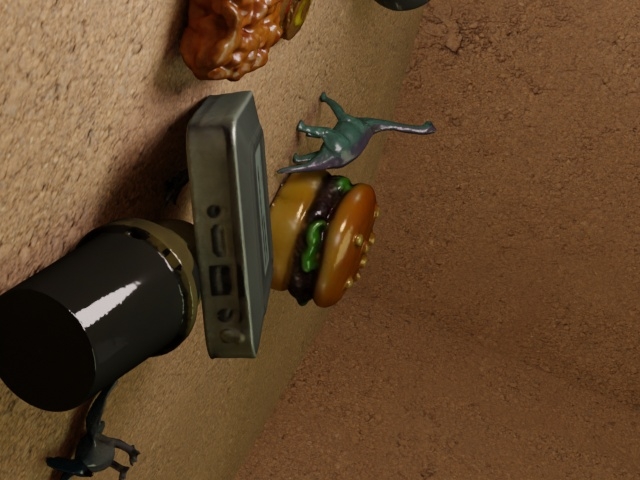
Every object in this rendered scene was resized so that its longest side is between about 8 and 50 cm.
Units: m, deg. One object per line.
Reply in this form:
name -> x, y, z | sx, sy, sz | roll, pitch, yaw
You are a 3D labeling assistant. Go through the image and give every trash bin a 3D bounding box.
trash bin -> -0.296, 0.091, 1.348 | 0.334, 0.214, 0.214 | -43, 154, -62

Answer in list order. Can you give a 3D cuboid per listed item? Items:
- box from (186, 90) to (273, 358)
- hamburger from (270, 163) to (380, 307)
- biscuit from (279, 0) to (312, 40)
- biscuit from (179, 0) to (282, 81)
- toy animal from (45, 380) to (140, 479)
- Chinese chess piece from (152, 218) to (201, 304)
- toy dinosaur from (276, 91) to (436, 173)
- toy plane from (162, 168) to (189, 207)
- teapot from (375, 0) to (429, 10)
box -> -0.148, -0.039, 1.611 | 0.396, 0.111, 0.396 | -91, 176, -73
hamburger -> 0.000, 0.000, 2.643 | 0.396, 0.277, 0.396 | 21, 90, -80
biscuit -> -0.055, -0.498, 1.852 | 0.277, 0.052, 0.262 | -52, 162, -59
biscuit -> -0.115, -0.416, 1.524 | 0.318, 0.110, 0.312 | -45, 155, -67
toy animal -> -0.421, 0.377, 1.731 | 0.239, 0.176, 0.255 | -65, -155, 0
Chinese chess piece -> -0.287, 0.082, 1.711 | 0.250, 0.101, 0.250 | 22, 90, -81
toy dinosaur -> 0.107, -0.246, 2.508 | 0.129, 0.331, 0.383 | 98, 15, -48
toy plane -> -0.257, -0.099, 1.686 | 0.078, 0.031, 0.083 | 97, 18, -59
teapot -> 0.199, -0.739, 2.287 | 0.305, 0.223, 0.285 | -66, 164, 2
